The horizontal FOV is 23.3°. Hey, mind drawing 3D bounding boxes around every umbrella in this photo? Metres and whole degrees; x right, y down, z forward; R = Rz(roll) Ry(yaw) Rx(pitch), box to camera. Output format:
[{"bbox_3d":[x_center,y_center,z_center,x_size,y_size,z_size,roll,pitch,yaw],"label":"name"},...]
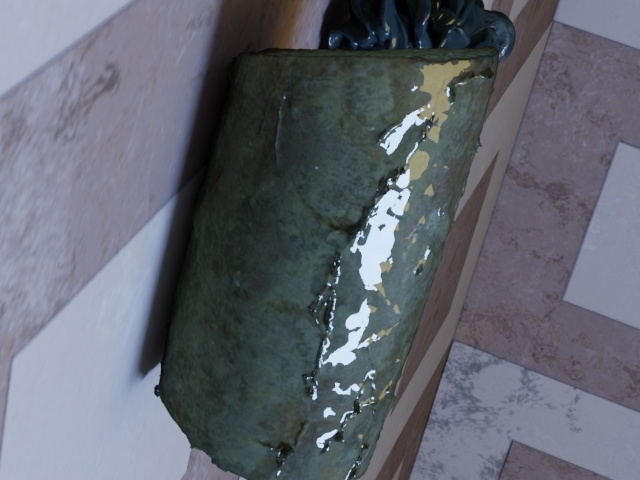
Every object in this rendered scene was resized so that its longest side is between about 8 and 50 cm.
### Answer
[{"bbox_3d":[0.085,-0.159,1.253,0.143,0.094,0.349,-53,170,23],"label":"umbrella"}]

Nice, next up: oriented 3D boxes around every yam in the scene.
[{"bbox_3d":[0.000,0.000,0.964,0.168,0.168,0.304,-46,154,-63],"label":"yam"}]
